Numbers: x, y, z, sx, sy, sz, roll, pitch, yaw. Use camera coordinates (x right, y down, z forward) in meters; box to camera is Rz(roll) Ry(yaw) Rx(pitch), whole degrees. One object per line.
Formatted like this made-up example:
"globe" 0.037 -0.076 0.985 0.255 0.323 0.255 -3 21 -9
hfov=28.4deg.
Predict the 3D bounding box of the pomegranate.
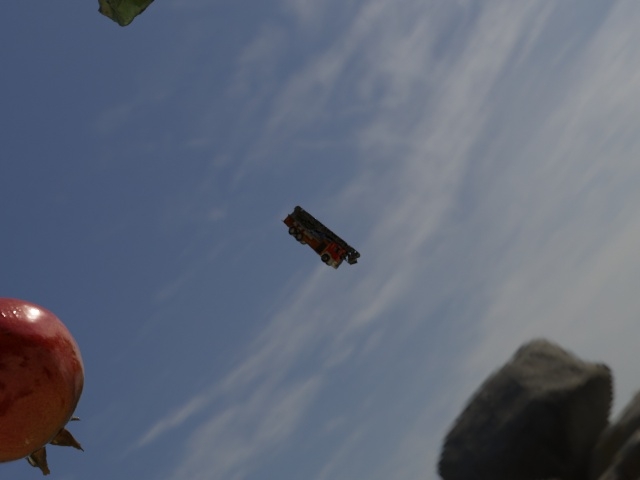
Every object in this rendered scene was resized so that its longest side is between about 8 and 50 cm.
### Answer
"pomegranate" -0.412 0.196 1.661 0.221 0.257 0.221 -24 25 12

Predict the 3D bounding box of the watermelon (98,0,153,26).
"watermelon" -0.163 -0.268 1.024 0.071 0.139 0.187 42 -115 -45

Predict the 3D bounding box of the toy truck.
"toy truck" 0.000 0.000 1.242 0.032 0.083 0.024 -48 -18 -3
